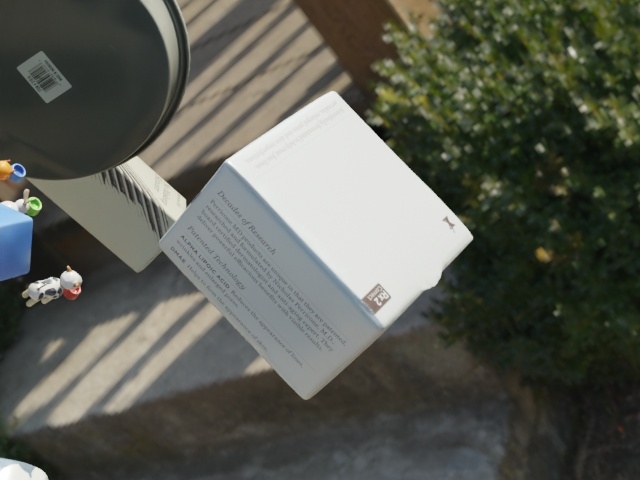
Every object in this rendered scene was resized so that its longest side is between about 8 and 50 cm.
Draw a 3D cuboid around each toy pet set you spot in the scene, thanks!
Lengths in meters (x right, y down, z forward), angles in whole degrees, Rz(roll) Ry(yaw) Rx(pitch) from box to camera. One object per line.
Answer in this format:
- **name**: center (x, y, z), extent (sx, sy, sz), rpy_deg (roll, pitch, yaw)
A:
- **toy pet set**: center (-0.228, -0.012, 0.900), extent (0.065, 0.122, 0.114), rpy_deg (-33, -9, 34)

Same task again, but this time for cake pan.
- **cake pan**: center (-0.284, -0.185, 1.246), extent (0.293, 0.293, 0.054), rpy_deg (-33, 28, 13)

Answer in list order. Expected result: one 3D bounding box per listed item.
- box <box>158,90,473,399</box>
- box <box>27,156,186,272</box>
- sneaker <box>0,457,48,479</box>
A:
- **box**: center (0.000, 0.000, 0.990), extent (0.119, 0.182, 0.181), rpy_deg (-46, -4, 38)
- **box**: center (-0.300, -0.092, 1.515), extent (0.094, 0.275, 0.113), rpy_deg (-43, 22, 12)
- **sneaker**: center (-0.345, 0.254, 0.911), extent (0.292, 0.108, 0.169), rpy_deg (-8, 50, -9)
